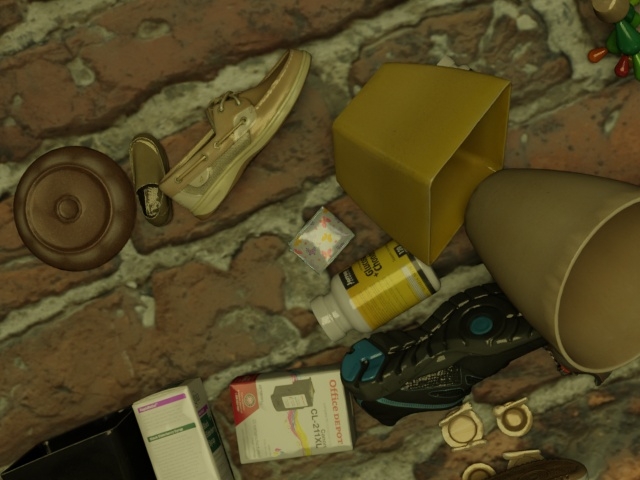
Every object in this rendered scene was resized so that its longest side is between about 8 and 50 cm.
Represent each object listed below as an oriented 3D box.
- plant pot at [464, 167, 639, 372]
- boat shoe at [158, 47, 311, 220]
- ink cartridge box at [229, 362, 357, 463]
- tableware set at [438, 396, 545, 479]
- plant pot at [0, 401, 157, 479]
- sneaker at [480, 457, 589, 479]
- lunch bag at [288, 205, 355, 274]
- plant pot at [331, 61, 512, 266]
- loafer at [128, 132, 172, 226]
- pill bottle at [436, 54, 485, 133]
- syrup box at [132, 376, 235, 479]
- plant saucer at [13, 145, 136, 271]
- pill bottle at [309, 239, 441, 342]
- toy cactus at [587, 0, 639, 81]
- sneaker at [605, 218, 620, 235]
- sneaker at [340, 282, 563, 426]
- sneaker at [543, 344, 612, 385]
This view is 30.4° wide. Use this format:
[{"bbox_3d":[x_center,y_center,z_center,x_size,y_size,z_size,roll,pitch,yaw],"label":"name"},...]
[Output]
[{"bbox_3d":[0.330,0.008,1.630,0.257,0.274,0.256,-15,120,-28],"label":"plant pot"},{"bbox_3d":[-0.127,-0.174,1.767,0.098,0.109,0.302,35,101,-14],"label":"boat shoe"},{"bbox_3d":[-0.040,0.263,1.800,0.175,0.072,0.127,-9,91,6],"label":"ink cartridge box"},{"bbox_3d":[0.268,0.320,1.802,0.141,0.020,0.168,-18,90,5],"label":"tableware set"},{"bbox_3d":[-0.337,0.368,1.778,0.188,0.187,0.167,-24,93,6],"label":"plant pot"},{"bbox_3d":[0.281,0.433,1.754,0.282,0.099,0.153,-22,98,12],"label":"sneaker"},{"bbox_3d":[0.000,0.000,1.797,0.071,0.053,0.083,40,85,0],"label":"lunch bag"},{"bbox_3d":[0.134,-0.132,1.686,0.187,0.212,0.212,29,63,22],"label":"plant pot"},{"bbox_3d":[-0.260,-0.094,1.817,0.056,0.050,0.148,-15,91,5],"label":"loafer"},{"bbox_3d":[0.217,-0.219,1.761,0.120,0.067,0.067,42,95,2],"label":"pill bottle"},{"bbox_3d":[-0.199,0.337,1.807,0.096,0.093,0.236,-18,90,6],"label":"syrup box"},{"bbox_3d":[-0.388,-0.049,1.838,0.199,0.036,0.198,0,93,6],"label":"plant saucer"},{"bbox_3d":[0.080,0.075,1.767,0.184,0.103,0.103,-32,89,5],"label":"pill bottle"},{"bbox_3d":[0.416,-0.331,1.691,0.112,0.180,0.218,-10,86,26],"label":"toy cactus"},{"bbox_3d":[0.546,-0.053,1.682,0.290,0.123,0.105,-19,89,18],"label":"sneaker"},{"bbox_3d":[0.204,0.169,1.754,0.341,0.125,0.139,-20,130,11],"label":"sneaker"},{"bbox_3d":[0.365,0.171,1.770,0.158,0.061,0.064,27,104,6],"label":"sneaker"}]
